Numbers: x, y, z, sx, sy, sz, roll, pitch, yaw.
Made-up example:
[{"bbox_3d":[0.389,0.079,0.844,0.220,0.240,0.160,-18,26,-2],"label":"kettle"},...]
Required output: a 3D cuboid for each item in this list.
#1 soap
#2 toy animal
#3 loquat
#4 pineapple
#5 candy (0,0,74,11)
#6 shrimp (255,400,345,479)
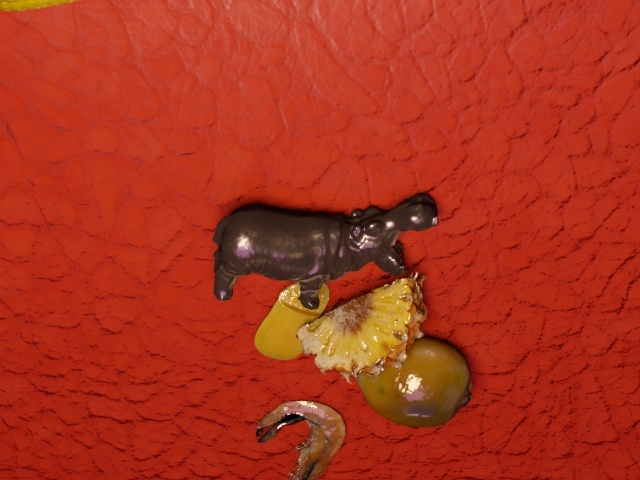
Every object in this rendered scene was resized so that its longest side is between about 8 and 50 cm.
[{"bbox_3d":[-0.048,0.129,1.822,0.089,0.033,0.168,14,123,-16],"label":"soap"},{"bbox_3d":[0.005,0.013,1.700,0.343,0.106,0.168,-5,128,-8],"label":"toy animal"},{"bbox_3d":[0.150,0.227,1.826,0.195,0.152,0.152,13,124,1],"label":"loquat"},{"bbox_3d":[0.082,0.153,1.747,0.233,0.135,0.079,-30,158,21],"label":"pineapple"},{"bbox_3d":[-0.327,-0.355,1.456,0.199,0.094,0.106,-7,159,0],"label":"candy"},{"bbox_3d":[-0.047,0.368,1.980,0.152,0.046,0.219,16,120,-11],"label":"shrimp"}]
